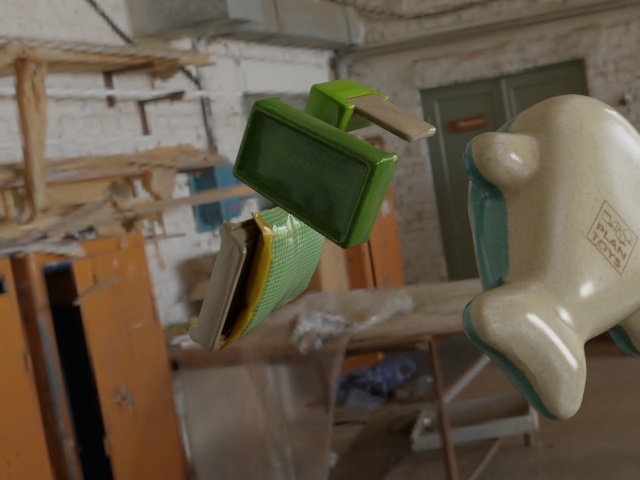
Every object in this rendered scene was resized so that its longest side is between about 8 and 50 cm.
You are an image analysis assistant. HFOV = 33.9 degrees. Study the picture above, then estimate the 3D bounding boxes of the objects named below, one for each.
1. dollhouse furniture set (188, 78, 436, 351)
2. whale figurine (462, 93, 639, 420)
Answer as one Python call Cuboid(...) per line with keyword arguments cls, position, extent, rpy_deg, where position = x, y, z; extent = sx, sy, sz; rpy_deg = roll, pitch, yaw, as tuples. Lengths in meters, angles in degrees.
Cuboid(cls="dollhouse furniture set", position=(0.000, 0.000, 1.129), extent=(0.151, 0.302, 0.197), rpy_deg=(30, 27, 22))
Cuboid(cls="whale figurine", position=(0.166, 0.015, 0.780), extent=(0.141, 0.216, 0.272), rpy_deg=(-30, 19, 46))
